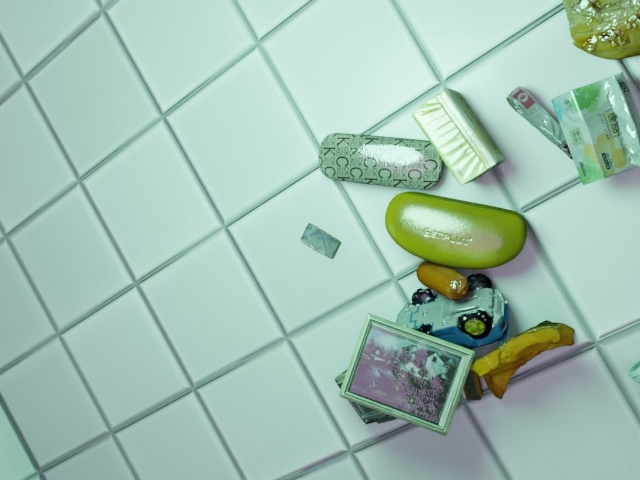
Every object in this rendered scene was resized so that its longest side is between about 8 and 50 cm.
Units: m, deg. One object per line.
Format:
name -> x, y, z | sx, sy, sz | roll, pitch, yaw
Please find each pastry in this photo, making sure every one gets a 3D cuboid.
pastry -> 0.695, -0.581, 1.607 | 0.255, 0.162, 0.310 | -18, 93, 21

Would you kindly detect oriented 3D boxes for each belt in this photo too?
belt -> 0.568, -0.298, 1.747 | 0.232, 0.071, 0.053 | 45, 93, 7

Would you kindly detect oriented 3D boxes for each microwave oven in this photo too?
microwave oven -> 0.170, 0.405, 1.910 | 0.194, 0.145, 0.240 | 57, 154, 7

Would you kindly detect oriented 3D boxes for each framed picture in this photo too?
framed picture -> 0.221, 0.343, 1.765 | 0.296, 0.019, 0.232 | 19, 88, 6

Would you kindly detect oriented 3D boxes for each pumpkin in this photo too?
pumpkin -> 0.510, 0.300, 1.778 | 0.290, 0.258, 0.095 | -40, 61, 19

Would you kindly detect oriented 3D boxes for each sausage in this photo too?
sausage -> 0.326, 0.104, 1.839 | 0.076, 0.197, 0.076 | -6, 105, -21

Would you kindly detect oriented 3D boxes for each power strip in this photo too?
power strip -> 0.408, 0.378, 1.890 | 0.049, 0.028, 0.178 | -5, 129, 22

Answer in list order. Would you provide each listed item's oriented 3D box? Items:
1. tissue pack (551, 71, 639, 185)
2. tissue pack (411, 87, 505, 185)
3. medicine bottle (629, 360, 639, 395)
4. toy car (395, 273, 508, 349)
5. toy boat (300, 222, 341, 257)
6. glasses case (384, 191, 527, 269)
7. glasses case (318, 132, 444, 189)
tissue pack -> 0.685, -0.269, 1.642 | 0.159, 0.145, 0.229 | -20, 89, -11
tissue pack -> 0.358, -0.268, 1.785 | 0.125, 0.159, 0.234 | -35, 85, 22
medicine bottle -> 0.880, 0.400, 1.730 | 0.229, 0.083, 0.121 | 48, 110, 7
toy car -> 0.355, 0.225, 1.863 | 0.314, 0.198, 0.166 | -18, 116, 24
toy boat -> 0.000, 0.000, 2.043 | 0.115, 0.016, 0.063 | 31, 108, 13
glasses case -> 0.352, -0.021, 1.837 | 0.371, 0.141, 0.173 | 13, 103, 19
glasses case -> 0.163, -0.220, 1.908 | 0.355, 0.085, 0.137 | 9, 103, 20
